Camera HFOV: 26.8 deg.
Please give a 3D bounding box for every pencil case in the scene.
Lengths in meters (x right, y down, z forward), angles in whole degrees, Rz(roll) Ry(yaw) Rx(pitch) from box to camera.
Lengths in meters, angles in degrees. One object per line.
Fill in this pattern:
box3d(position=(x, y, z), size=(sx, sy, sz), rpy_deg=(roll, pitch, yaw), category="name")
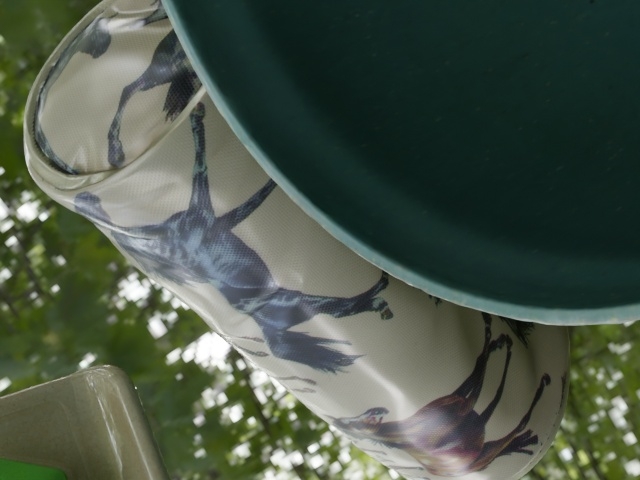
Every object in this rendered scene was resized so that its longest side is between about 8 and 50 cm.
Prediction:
box3d(position=(0.000, 0.000, 0.855), size=(0.410, 0.160, 0.183), rpy_deg=(43, -142, -36), category="pencil case")

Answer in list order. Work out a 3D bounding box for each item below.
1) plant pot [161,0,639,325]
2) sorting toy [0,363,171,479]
box3d(position=(0.099, -0.144, 0.415), size=(0.196, 0.293, 0.293), rpy_deg=(-25, -100, -40), category="plant pot")
box3d(position=(-0.135, 0.157, 0.461), size=(0.038, 0.208, 0.193), rpy_deg=(109, 139, -67), category="sorting toy")
